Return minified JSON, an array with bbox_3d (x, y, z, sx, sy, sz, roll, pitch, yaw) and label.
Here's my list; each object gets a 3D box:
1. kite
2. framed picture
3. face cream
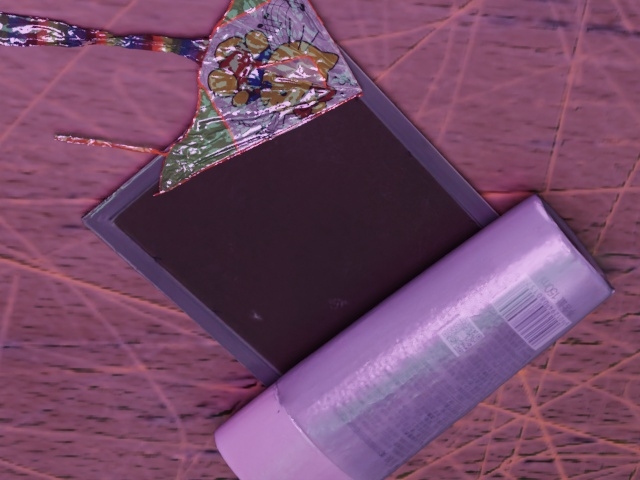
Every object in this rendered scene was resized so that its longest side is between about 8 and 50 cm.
[{"bbox_3d":[-0.089,-0.117,1.105,0.244,0.006,0.198,10,114,-13],"label":"kite"},{"bbox_3d":[0.000,0.000,1.202,0.197,0.014,0.252,-40,121,10],"label":"framed picture"},{"bbox_3d":[0.061,0.082,1.213,0.269,0.073,0.107,-39,116,10],"label":"face cream"}]
